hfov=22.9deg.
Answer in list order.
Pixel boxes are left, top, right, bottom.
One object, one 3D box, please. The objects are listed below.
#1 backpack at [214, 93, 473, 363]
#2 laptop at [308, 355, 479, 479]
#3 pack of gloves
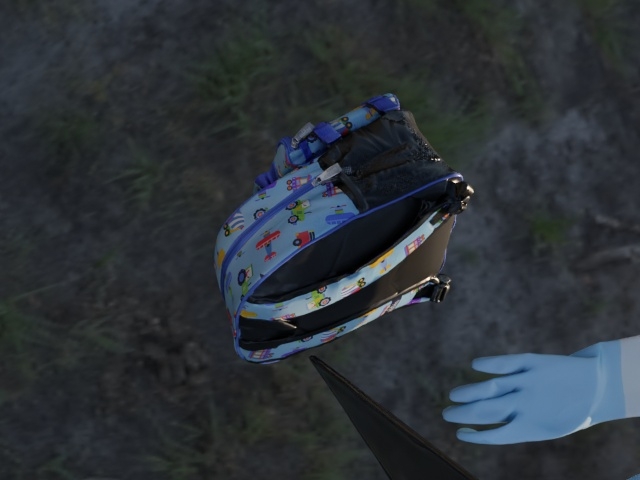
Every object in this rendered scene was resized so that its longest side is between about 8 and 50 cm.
[{"bbox_3d":[0.000,0.000,1.075,0.173,0.158,0.117,-28,64,-18],"label":"backpack"},{"bbox_3d":[0.260,0.200,1.015,0.382,0.407,0.236,58,17,-48],"label":"laptop"},{"bbox_3d":[0.209,0.164,1.180,0.232,0.046,0.195,-9,118,-2],"label":"pack of gloves"}]
